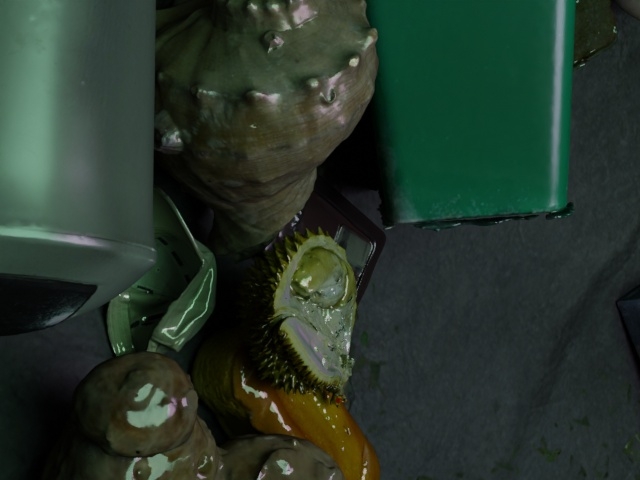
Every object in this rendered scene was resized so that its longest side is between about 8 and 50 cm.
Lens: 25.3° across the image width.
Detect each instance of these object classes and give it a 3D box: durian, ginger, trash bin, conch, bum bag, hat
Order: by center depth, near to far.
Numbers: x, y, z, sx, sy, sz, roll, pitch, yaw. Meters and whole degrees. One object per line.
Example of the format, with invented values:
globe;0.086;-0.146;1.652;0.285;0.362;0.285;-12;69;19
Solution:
trash bin;-0.259;-0.141;1.116;0.280;0.280;0.432;7;83;-38
conch;-0.086;-0.132;1.265;0.186;0.263;0.324;8;124;-32
ginger;-0.132;0.225;1.269;0.304;0.244;0.155;41;26;-33
hat;-0.158;0.029;1.325;0.081;0.122;0.166;-63;130;-70
durian;-0.015;0.077;1.339;0.146;0.102;0.208;-58;138;-38
trash bin;0.121;-0.215;1.401;0.295;0.259;0.381;-4;105;3
bum bag;0.000;0.000;1.480;0.159;0.026;0.109;40;67;-38

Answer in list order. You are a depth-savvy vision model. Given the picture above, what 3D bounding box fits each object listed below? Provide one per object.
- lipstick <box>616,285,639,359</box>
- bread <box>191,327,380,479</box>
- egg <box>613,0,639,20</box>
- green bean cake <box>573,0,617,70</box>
lipstick;0.472;0.204;1.794;0.066;0.068;0.317;-29;99;-33
bread;-0.027;0.186;1.417;0.102;0.094;0.245;-50;118;-33
egg;0.405;-0.404;1.669;0.218;0.218;0.295;-10;109;-38
green bean cake;0.232;-0.263;1.610;0.181;0.094;0.173;-37;112;-31
